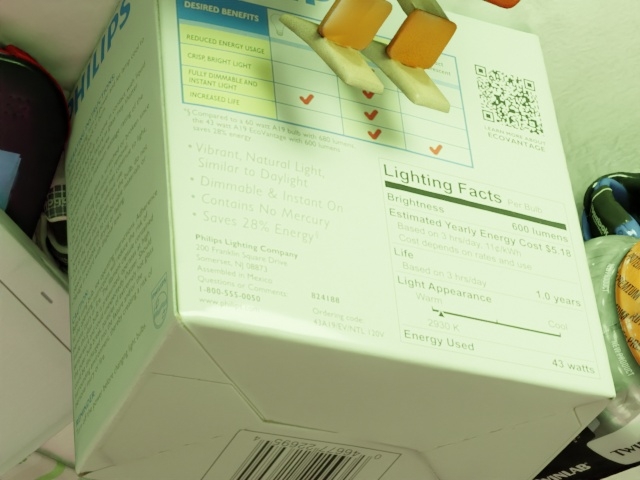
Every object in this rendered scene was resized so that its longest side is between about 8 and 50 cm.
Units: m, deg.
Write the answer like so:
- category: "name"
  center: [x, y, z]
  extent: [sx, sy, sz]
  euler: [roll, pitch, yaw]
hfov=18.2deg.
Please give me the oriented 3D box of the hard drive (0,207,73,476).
- category: "hard drive"
  center: [-0.355, 0.134, 1.643]
  extent: [0.353, 0.047, 0.233]
  euler: [-38, 124, 4]

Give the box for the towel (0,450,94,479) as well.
- category: "towel"
  center: [-0.418, 0.265, 2.089]
  extent: [0.248, 0.038, 0.325]
  euler: [-33, 135, 28]

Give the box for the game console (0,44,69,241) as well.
- category: "game console"
  center: [-0.407, -0.005, 1.600]
  extent: [0.342, 0.060, 0.386]
  euler: [10, 114, -28]

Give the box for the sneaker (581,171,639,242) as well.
- category: "sneaker"
  center: [0.284, 0.027, 1.847]
  extent: [0.182, 0.127, 0.315]
  euler: [28, 123, -32]

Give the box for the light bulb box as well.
- category: "light bulb box"
  center: [0.000, 0.000, 1.554]
  extent: [0.358, 0.361, 0.225]
  euler: [12, 140, -23]

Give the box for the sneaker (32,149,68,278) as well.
- category: "sneaker"
  center: [-0.214, 0.008, 1.748]
  extent: [0.090, 0.094, 0.235]
  euler: [-10, 144, 0]

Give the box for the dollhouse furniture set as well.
- category: "dollhouse furniture set"
  center: [0.075, -0.221, 1.357]
  extent: [0.259, 0.135, 0.262]
  euler: [12, 119, -46]

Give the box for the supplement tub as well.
- category: "supplement tub"
  center: [0.211, 0.115, 1.719]
  extent: [0.194, 0.193, 0.316]
  euler: [23, 146, -33]
